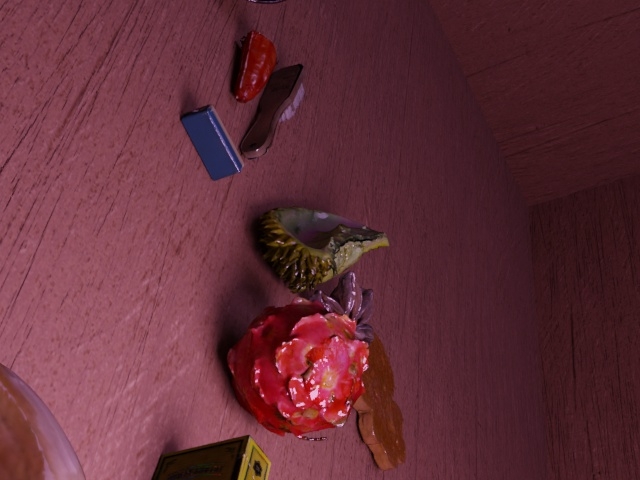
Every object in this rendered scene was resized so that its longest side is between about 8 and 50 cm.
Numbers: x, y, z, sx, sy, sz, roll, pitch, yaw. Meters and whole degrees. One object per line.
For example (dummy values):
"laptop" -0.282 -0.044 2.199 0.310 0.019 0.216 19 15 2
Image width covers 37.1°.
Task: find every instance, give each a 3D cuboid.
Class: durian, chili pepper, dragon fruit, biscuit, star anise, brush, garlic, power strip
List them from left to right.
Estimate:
"garlic" -0.311 0.225 0.952 0.318 0.112 0.143 58 28 -7
"power strip" -0.176 -0.161 1.556 0.123 0.056 0.032 63 26 -22
"chili pepper" -0.129 -0.307 1.765 0.088 0.065 0.169 55 33 -35
"brush" -0.084 -0.235 1.817 0.327 0.070 0.065 -72 149 -52
"dragon fruit" -0.040 0.194 1.449 0.268 0.210 0.205 131 -27 -73
"durian" 0.000 0.000 1.700 0.352 0.169 0.158 -17 90 -67
"star anise" 0.040 0.151 1.755 0.197 0.073 0.212 -49 131 -31
"biscuit" 0.104 0.309 1.889 0.202 0.044 0.288 -17 91 -67

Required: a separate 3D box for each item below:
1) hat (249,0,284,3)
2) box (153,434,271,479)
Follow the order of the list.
"hat" -0.146 -0.503 1.843 0.193 0.082 0.193 13 53 -18
"box" -0.152 0.349 1.155 0.064 0.141 0.220 59 27 -29
